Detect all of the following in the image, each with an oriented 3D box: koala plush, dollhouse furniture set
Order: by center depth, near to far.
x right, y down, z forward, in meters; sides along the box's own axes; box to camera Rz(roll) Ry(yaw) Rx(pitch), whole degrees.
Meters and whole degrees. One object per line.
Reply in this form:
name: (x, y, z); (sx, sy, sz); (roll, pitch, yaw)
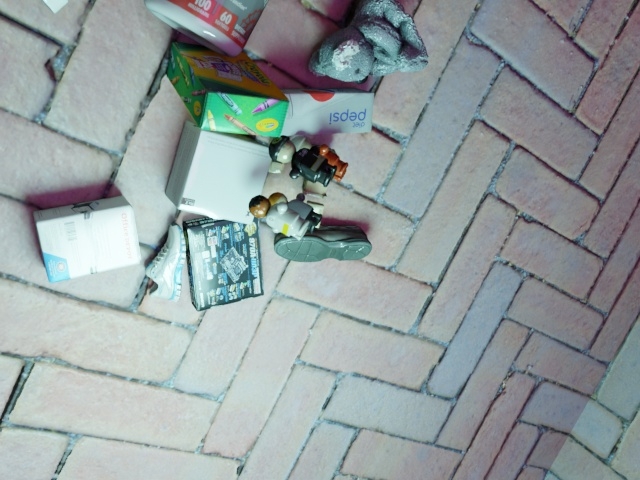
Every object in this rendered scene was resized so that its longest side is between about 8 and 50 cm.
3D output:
koala plush: (0.087, -0.437, 1.503); (0.221, 0.196, 0.203); (-30, 110, -14)
dollhouse furniture set: (-0.062, -0.145, 1.608); (0.160, 0.101, 0.182); (13, 105, -7)

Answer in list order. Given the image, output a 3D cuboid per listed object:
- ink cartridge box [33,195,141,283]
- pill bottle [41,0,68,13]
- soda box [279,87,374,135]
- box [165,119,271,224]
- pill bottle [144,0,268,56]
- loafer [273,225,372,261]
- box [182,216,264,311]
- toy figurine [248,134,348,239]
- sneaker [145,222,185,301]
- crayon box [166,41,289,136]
ink cartridge box: (-0.492, -0.005, 1.414); (0.190, 0.082, 0.140); (-13, 116, -25)
pill bottle: (-0.438, -0.525, 1.210); (0.221, 0.121, 0.121); (-45, 124, -5)
soda box: (-0.020, -0.300, 1.546); (0.286, 0.091, 0.098); (-6, 112, -26)
box: (-0.225, -0.149, 1.479); (0.180, 0.119, 0.182); (12, 104, -32)
pill bottle: (-0.169, -0.561, 1.288); (0.210, 0.210, 0.363); (25, 96, -34)
loafer: (0.000, 0.000, 1.699); (0.267, 0.084, 0.096); (3, 139, -26)
box: (-0.229, 0.047, 1.596); (0.175, 0.051, 0.220); (-13, 115, -24)
toy figurine: (-0.054, -0.119, 1.453); (0.148, 0.213, 0.210); (29, 106, 6)
sneaker: (-0.355, 0.052, 1.521); (0.082, 0.071, 0.191); (2, 108, -23)
crayon box: (-0.191, -0.305, 1.335); (0.165, 0.278, 0.081); (1, 122, -29)
